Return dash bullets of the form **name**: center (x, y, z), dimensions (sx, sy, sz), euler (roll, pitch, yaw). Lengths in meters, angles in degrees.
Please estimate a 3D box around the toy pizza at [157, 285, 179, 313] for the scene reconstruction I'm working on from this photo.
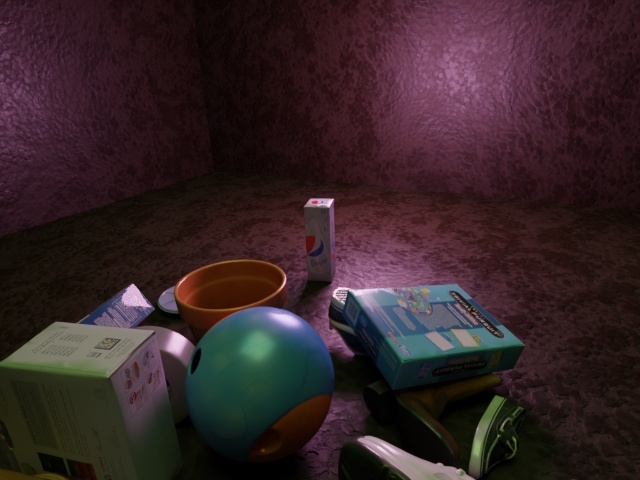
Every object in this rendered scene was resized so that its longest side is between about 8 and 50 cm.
- **toy pizza**: center (-0.436, 0.195, 1.425), dimensions (0.201, 0.032, 0.201), euler (-2, 23, 1)

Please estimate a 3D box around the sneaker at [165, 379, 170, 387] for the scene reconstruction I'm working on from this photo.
- **sneaker**: center (-0.375, 0.296, 1.034), dimensions (0.329, 0.130, 0.147), euler (0, 24, 7)

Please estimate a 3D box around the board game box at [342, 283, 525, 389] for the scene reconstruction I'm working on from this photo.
- **board game box**: center (0.257, 0.209, 1.008), dimensions (0.335, 0.079, 0.254), euler (0, 28, -24)

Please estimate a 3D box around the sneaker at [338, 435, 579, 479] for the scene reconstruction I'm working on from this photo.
- **sneaker**: center (0.252, 0.427, 0.648), dimensions (0.447, 0.169, 0.257), euler (26, 26, 37)

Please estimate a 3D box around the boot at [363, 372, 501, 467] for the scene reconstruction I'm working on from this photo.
- **boot**: center (0.274, 0.347, 0.904), dimensions (0.280, 0.096, 0.264), euler (-7, 5, -25)

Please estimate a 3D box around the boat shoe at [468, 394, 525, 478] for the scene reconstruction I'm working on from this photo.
- **boat shoe**: center (0.344, 0.377, 0.822), dimensions (0.070, 0.078, 0.219), euler (12, 24, 34)

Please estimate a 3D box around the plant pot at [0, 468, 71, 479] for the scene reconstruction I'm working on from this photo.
- **plant pot**: center (-0.450, 0.411, 0.586), dimensions (0.204, 0.188, 0.205), euler (-6, 41, 5)

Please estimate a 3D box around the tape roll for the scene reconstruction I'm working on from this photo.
- **tape roll**: center (-0.364, 0.294, 0.910), dimensions (0.218, 0.220, 0.072), euler (-2, 21, 0)

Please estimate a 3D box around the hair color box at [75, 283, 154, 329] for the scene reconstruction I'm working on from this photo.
- **hair color box**: center (-0.599, 0.260, 1.081), dimensions (0.173, 0.105, 0.347), euler (-33, 11, 22)

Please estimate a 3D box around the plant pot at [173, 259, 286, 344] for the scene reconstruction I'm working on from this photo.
- **plant pot**: center (-0.230, 0.201, 1.156), dimensions (0.290, 0.204, 0.291), euler (-2, 22, 1)

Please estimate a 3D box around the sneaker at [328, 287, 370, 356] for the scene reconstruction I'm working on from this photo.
- **sneaker**: center (0.161, 0.246, 1.123), dimensions (0.321, 0.128, 0.126), euler (26, 28, 29)

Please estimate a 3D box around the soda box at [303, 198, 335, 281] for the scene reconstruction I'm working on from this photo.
- **soda box**: center (0.000, 0.000, 1.526), dimensions (0.091, 0.287, 0.098), euler (2, 23, 11)

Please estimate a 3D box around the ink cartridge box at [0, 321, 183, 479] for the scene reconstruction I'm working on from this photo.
- **ink cartridge box**: center (-0.415, 0.310, 0.751), dimensions (0.271, 0.310, 0.130), euler (3, 22, 12)

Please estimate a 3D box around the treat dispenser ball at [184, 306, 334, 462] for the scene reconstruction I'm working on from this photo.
- **treat dispenser ball**: center (-0.116, 0.275, 0.838), dimensions (0.287, 0.289, 0.288), euler (-2, 21, 1)
